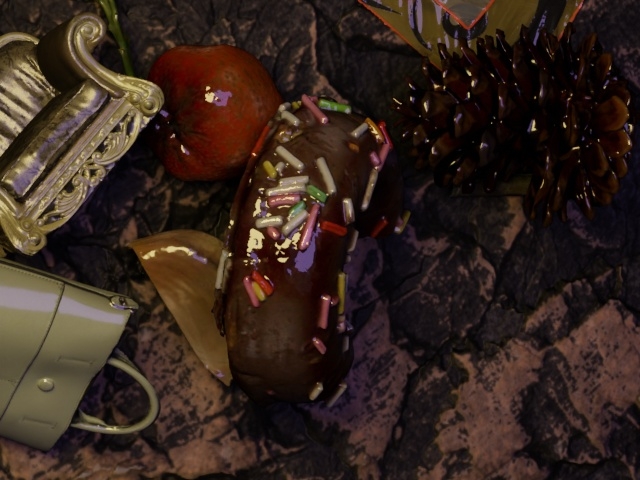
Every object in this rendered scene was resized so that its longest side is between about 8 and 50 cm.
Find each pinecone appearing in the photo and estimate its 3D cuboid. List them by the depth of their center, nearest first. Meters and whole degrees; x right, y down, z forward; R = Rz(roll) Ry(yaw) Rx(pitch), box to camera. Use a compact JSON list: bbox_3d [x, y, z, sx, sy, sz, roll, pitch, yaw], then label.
[{"bbox_3d":[0.225,-0.136,1.695,0.292,0.246,0.246,3,87,2],"label":"pinecone"}]

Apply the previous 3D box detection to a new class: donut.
[{"bbox_3d":[-0.004,-0.009,1.555,0.136,0.259,0.345,11,57,15],"label":"donut"}]

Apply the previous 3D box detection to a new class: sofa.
[{"bbox_3d":[-0.313,-0.117,1.492,0.182,0.200,0.258,43,75,-18],"label":"sofa"}]

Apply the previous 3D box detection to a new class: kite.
[{"bbox_3d":[0.185,-0.330,1.803,0.327,0.013,0.377,-14,94,-21],"label":"kite"}]

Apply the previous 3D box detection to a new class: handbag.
[{"bbox_3d":[-0.312,0.116,1.500,0.315,0.241,0.109,19,37,-22],"label":"handbag"}]

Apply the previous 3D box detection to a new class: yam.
[{"bbox_3d":[0.216,-0.069,1.798,0.129,0.027,0.033,-2,129,-24],"label":"yam"}]

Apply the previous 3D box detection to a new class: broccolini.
[{"bbox_3d":[-0.228,-0.241,1.589,0.194,0.054,0.052,59,25,14],"label":"broccolini"}]

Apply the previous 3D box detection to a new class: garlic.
[{"bbox_3d":[-0.125,0.058,1.628,0.101,0.087,0.195,-34,105,-6],"label":"garlic"}]

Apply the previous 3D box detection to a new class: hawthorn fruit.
[{"bbox_3d":[-0.109,-0.145,1.606,0.194,0.157,0.157,-26,100,-58],"label":"hawthorn fruit"}]
